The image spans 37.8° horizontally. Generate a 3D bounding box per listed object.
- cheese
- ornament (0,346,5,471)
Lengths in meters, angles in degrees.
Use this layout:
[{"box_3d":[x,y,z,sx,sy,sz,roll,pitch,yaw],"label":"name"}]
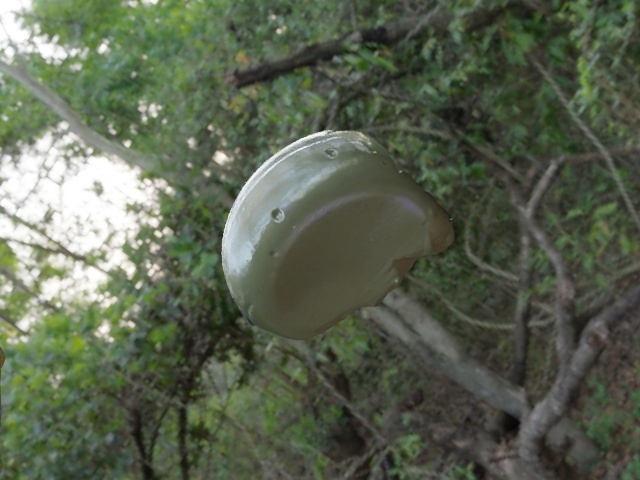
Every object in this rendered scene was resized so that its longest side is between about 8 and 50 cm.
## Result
[{"box_3d":[0.000,0.000,0.817,0.202,0.175,0.091,-42,35,14],"label":"cheese"},{"box_3d":[-0.228,0.107,0.353,0.059,0.201,0.180,172,99,-80],"label":"ornament"}]
